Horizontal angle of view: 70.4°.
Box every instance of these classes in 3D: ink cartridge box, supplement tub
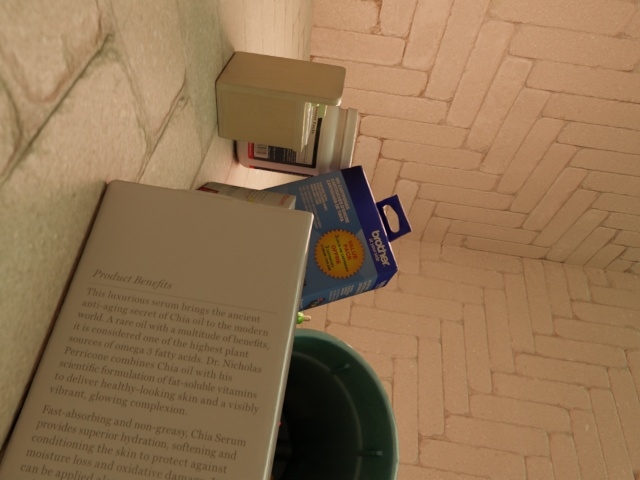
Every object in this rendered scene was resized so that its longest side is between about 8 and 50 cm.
[{"bbox_3d":[0.000,0.000,1.038,0.151,0.395,0.270,105,-32,-70],"label":"ink cartridge box"},{"bbox_3d":[-0.142,-0.027,0.853,0.128,0.176,0.128,-77,176,-74],"label":"ink cartridge box"},{"bbox_3d":[-0.055,-0.254,1.108,0.191,0.272,0.191,9,90,-90],"label":"supplement tub"}]

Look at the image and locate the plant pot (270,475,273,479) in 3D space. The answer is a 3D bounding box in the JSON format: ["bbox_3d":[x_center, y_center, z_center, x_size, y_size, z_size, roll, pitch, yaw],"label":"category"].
[{"bbox_3d":[-0.206,0.537,1.117,0.239,0.253,0.254,-112,-153,-59],"label":"plant pot"}]

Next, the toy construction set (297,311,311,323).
[{"bbox_3d":[-0.159,0.097,1.202,0.237,0.257,0.309,13,62,-46],"label":"toy construction set"}]

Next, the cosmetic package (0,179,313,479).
[{"bbox_3d":[-0.156,0.182,0.470,0.161,0.229,0.454,98,2,-67],"label":"cosmetic package"}]

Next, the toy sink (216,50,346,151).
[{"bbox_3d":[-0.075,-0.276,0.920,0.153,0.234,0.131,-82,179,-46],"label":"toy sink"}]

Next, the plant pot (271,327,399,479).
[{"bbox_3d":[-0.094,0.362,0.814,0.334,0.340,0.341,-39,-144,53],"label":"plant pot"}]
